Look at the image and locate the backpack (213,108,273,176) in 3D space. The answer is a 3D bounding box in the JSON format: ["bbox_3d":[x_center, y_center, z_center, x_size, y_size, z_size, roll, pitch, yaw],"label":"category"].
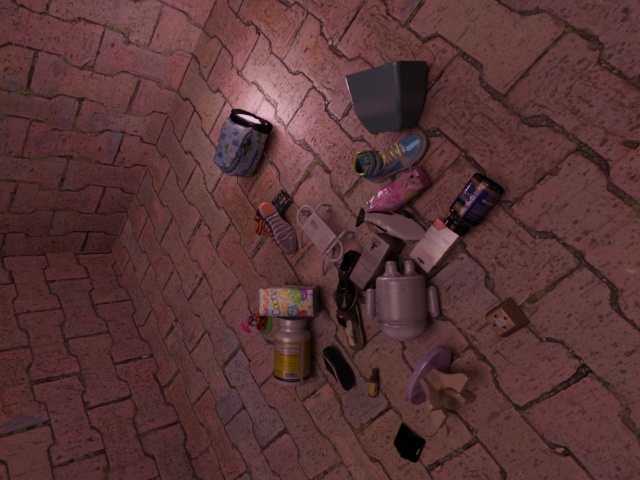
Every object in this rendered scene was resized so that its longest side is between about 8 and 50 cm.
[{"bbox_3d":[-0.460,-0.539,2.293,0.290,0.273,0.355,35,126,28],"label":"backpack"}]

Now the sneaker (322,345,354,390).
[{"bbox_3d":[0.082,0.626,1.956,0.234,0.084,0.097,59,149,24],"label":"sneaker"}]

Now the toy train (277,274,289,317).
[{"bbox_3d":[-0.221,0.285,2.188,0.143,0.105,0.247,22,106,52],"label":"toy train"}]

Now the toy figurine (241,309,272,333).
[{"bbox_3d":[-0.372,0.461,2.276,0.130,0.159,0.173,26,107,38],"label":"toy figurine"}]

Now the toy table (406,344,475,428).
[{"bbox_3d":[0.454,0.562,1.521,0.161,0.252,0.274,44,132,49],"label":"toy table"}]

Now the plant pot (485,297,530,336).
[{"bbox_3d":[0.652,0.281,1.420,0.109,0.096,0.109,-47,61,31],"label":"plant pot"}]

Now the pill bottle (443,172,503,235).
[{"bbox_3d":[0.558,-0.128,1.475,0.123,0.123,0.219,46,119,30],"label":"pill bottle"}]

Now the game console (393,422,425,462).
[{"bbox_3d":[0.383,0.873,1.726,0.107,0.071,0.122,19,106,8],"label":"game console"}]

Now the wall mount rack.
[{"bbox_3d":[0.000,0.000,1.970,0.304,0.131,0.350,-52,59,25],"label":"wall mount rack"}]

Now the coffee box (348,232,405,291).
[{"bbox_3d":[0.245,0.092,1.742,0.098,0.141,0.246,42,118,32],"label":"coffee box"}]

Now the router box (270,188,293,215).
[{"bbox_3d":[-0.215,-0.207,2.201,0.122,0.038,0.092,-49,62,31],"label":"router box"}]

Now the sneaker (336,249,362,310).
[{"bbox_3d":[0.110,0.180,1.829,0.107,0.124,0.283,9,83,32],"label":"sneaker"}]

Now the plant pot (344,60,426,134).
[{"bbox_3d":[0.283,-0.575,1.637,0.248,0.247,0.252,4,112,41],"label":"plant pot"}]

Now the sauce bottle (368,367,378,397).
[{"bbox_3d":[0.244,0.649,1.821,0.042,0.042,0.128,9,98,41],"label":"sauce bottle"}]

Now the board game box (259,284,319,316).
[{"bbox_3d":[-0.157,0.303,2.018,0.276,0.142,0.144,-2,91,11],"label":"board game box"}]

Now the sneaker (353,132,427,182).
[{"bbox_3d":[0.273,-0.346,1.660,0.319,0.208,0.127,-33,68,36],"label":"sneaker"}]

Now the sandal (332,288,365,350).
[{"bbox_3d":[0.130,0.370,1.883,0.120,0.086,0.302,-29,72,38],"label":"sandal"}]

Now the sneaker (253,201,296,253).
[{"bbox_3d":[-0.254,-0.045,2.202,0.321,0.125,0.180,59,145,10],"label":"sneaker"}]

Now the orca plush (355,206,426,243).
[{"bbox_3d":[0.289,-0.050,1.681,0.102,0.288,0.151,104,169,-73],"label":"orca plush"}]

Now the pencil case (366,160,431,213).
[{"bbox_3d":[0.323,-0.200,1.681,0.284,0.124,0.124,-39,67,36],"label":"pencil case"}]

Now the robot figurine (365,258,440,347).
[{"bbox_3d":[0.330,0.255,1.630,0.300,0.200,0.353,-4,88,8],"label":"robot figurine"}]

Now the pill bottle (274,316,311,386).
[{"bbox_3d":[-0.143,0.560,2.061,0.188,0.188,0.333,4,93,41],"label":"pill bottle"}]

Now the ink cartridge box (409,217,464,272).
[{"bbox_3d":[0.462,0.021,1.599,0.115,0.067,0.198,49,119,29],"label":"ink cartridge box"}]
